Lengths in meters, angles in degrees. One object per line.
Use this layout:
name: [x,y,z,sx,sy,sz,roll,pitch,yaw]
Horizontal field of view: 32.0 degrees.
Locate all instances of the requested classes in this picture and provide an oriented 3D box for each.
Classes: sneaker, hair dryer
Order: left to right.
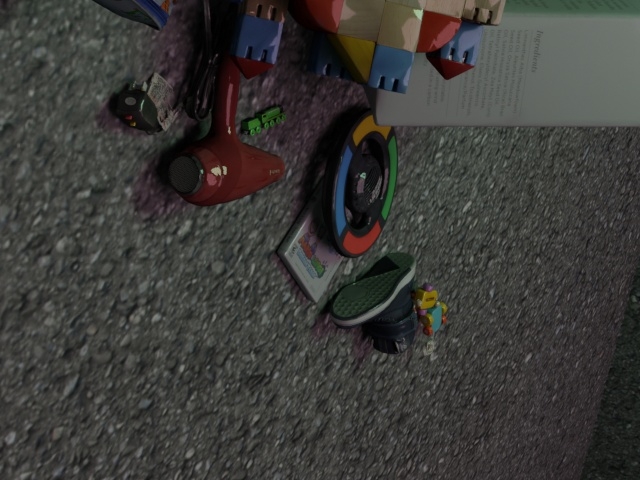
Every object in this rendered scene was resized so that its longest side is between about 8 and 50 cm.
hair dryer: [-0.110,-0.147,1.345,0.223,0.080,0.293,-56,147,-20]
sneaker: [0.093,0.137,1.869,0.226,0.086,0.163,-33,133,-48]

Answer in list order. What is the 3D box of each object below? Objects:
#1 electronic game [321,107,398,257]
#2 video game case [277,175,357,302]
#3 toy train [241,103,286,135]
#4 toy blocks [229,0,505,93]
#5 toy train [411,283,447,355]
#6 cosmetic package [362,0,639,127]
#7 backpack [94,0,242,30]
electronic game: [0.064,-0.086,1.689,0.229,0.048,0.229,-36,132,-55]
video game case: [0.000,0.000,1.693,0.143,0.019,0.157,-59,149,-18]
toy train: [-0.074,-0.159,1.469,0.083,0.017,0.023,-33,125,-46]
toy blocks: [0.062,-0.289,1.279,0.381,0.191,0.261,9,99,-17]
toy train: [0.175,0.144,2.058,0.125,0.046,0.166,-61,147,-11]
cosmetic package: [0.285,-0.268,1.521,0.230,0.453,0.161,-100,-169,-60]
backpack: [-0.166,-0.310,0.965,0.276,0.263,0.213,21,90,-62]
